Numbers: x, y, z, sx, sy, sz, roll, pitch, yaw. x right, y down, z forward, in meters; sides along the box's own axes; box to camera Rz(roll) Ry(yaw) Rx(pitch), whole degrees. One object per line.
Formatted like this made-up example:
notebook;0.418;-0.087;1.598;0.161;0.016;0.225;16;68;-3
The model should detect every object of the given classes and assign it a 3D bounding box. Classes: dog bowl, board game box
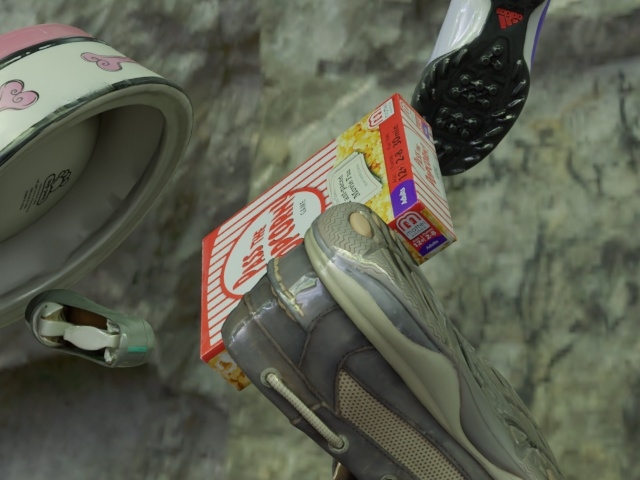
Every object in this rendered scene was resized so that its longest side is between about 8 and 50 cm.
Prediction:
dog bowl;-0.344;-0.074;1.744;0.150;0.408;0.408;46;-51;16
board game box;0.000;0.000;1.090;0.193;0.147;0.045;-37;-61;19

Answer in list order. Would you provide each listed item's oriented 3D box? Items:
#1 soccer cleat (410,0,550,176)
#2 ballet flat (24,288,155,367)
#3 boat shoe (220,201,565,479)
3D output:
soccer cleat;0.172;-0.216;1.559;0.108;0.116;0.318;18;-69;-4
ballet flat;-0.282;0.099;1.764;0.213;0.068;0.072;10;-82;37
boat shoe;0.063;0.134;0.965;0.130;0.132;0.355;-32;-65;10
